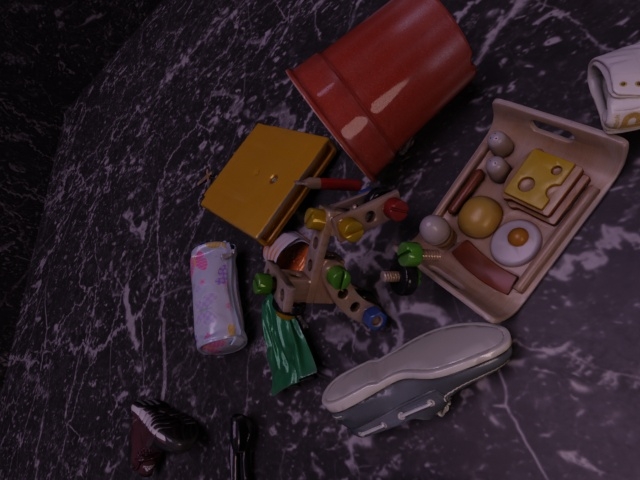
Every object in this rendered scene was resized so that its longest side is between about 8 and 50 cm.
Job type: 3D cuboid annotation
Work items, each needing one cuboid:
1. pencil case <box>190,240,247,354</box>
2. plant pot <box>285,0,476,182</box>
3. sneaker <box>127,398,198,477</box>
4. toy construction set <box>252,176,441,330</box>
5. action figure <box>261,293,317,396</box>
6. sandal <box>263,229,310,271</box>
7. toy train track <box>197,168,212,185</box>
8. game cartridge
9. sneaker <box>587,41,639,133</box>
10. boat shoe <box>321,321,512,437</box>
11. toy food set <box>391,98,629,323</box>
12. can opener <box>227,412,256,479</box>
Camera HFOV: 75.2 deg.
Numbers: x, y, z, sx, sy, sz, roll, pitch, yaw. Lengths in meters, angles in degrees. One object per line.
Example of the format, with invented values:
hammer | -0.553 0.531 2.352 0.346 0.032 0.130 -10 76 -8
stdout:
pencil case | -0.245 0.135 1.006 0.123 0.113 0.274 -19 59 12
plant pot | 0.122 -0.297 0.781 0.265 0.272 0.273 -37 52 13
sneaker | -0.387 0.501 1.002 0.281 0.106 0.163 -1 78 51
toy construction set | 0.000 0.000 0.723 0.309 0.236 0.258 -108 27 -42
action figure | -0.075 0.187 0.871 0.137 0.063 0.233 -34 57 28
sandal | -0.053 0.038 0.903 0.265 0.076 0.102 27 91 44
toy train track | -0.359 -0.193 1.305 0.083 0.014 0.048 -26 64 38
game cartridge | -0.145 -0.156 1.040 0.323 0.052 0.286 27 79 48
sneaker | 0.446 -0.148 0.502 0.169 0.108 0.293 -18 50 12
boat shoe | 0.156 0.226 0.657 0.319 0.116 0.099 -29 99 21
toy food set | 0.274 -0.057 0.649 0.219 0.092 0.306 41 101 43
can opener | -0.166 0.451 0.849 0.059 0.073 0.186 -11 75 29
